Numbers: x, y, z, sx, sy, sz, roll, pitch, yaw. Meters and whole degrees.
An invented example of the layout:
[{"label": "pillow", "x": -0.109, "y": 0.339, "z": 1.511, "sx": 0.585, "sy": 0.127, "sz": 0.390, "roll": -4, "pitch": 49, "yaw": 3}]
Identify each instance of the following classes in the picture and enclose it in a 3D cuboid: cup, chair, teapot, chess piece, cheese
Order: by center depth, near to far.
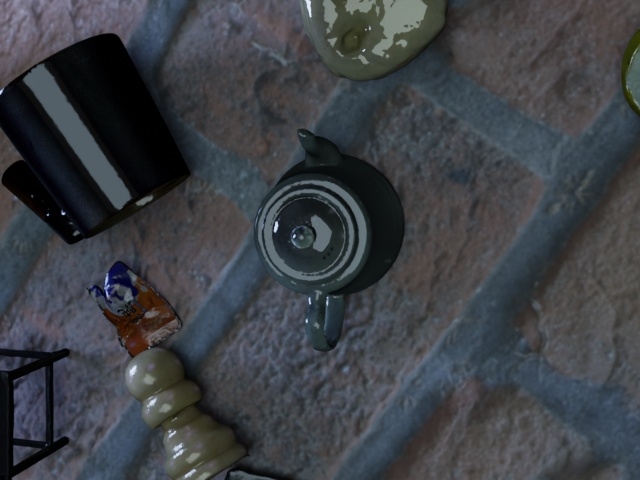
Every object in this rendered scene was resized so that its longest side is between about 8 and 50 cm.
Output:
[{"label": "cheese", "x": 0.039, "y": -0.302, "z": 1.076, "sx": 0.159, "sy": 0.093, "sz": 0.263, "roll": -17, "pitch": 93, "yaw": 17}, {"label": "teapot", "x": 0.000, "y": 0.000, "z": 1.091, "sx": 0.162, "sy": 0.149, "sz": 0.239, "roll": -1, "pitch": 96, "yaw": 13}, {"label": "chair", "x": -0.412, "y": 0.208, "z": 1.160, "sx": 0.154, "sy": 0.260, "sz": 0.141, "roll": 3, "pitch": 97, "yaw": 14}, {"label": "cup", "x": -0.264, "y": -0.105, "z": 1.171, "sx": 0.166, "sy": 0.239, "sz": 0.177, "roll": -34, "pitch": 94, "yaw": -26}, {"label": "chess piece", "x": -0.165, "y": 0.204, "z": 1.195, "sx": 0.094, "sy": 0.094, "sz": 0.170, "roll": -35, "pitch": 79, "yaw": 15}]

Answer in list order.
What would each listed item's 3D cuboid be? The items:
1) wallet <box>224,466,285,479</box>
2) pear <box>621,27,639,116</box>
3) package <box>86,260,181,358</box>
[{"label": "wallet", "x": 0.012, "y": 0.364, "z": 1.192, "sx": 0.285, "sy": 0.030, "sz": 0.146, "roll": 13, "pitch": 102, "yaw": 14}, {"label": "pear", "x": 0.374, "y": -0.170, "z": 1.003, "sx": 0.141, "sy": 0.104, "sz": 0.141, "roll": 14, "pitch": 116, "yaw": 31}, {"label": "package", "x": -0.227, "y": 0.082, "z": 1.219, "sx": 0.077, "sy": 0.033, "sz": 0.111, "roll": -41, "pitch": 100, "yaw": -8}]
